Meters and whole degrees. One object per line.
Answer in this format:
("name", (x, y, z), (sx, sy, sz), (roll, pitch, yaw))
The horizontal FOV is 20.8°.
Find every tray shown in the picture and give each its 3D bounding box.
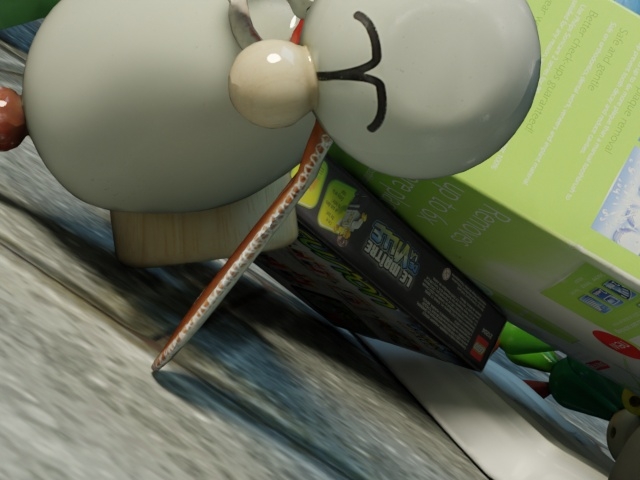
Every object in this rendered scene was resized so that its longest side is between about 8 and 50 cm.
("tray", (0.110, 0.104, 0.972), (0.145, 0.030, 0.270), (32, 5, -23))

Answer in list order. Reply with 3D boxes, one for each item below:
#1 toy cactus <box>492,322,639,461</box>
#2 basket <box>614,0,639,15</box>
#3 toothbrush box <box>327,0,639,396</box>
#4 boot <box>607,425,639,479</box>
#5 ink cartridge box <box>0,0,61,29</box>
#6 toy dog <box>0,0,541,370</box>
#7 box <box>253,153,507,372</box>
("toy cactus", (0.185, 0.098, 1.118), (0.180, 0.112, 0.219), (59, -30, -6))
("basket", (0.111, -0.085, 1.313), (0.201, 0.289, 0.255), (32, 6, -14))
("toothbrush box", (0.136, -0.024, 0.892), (0.283, 0.122, 0.206), (29, -12, -2))
("boot", (0.312, 0.191, 0.760), (0.348, 0.131, 0.260), (19, 3, -25))
("ink cartridge box", (-0.247, -0.333, 1.334), (0.278, 0.117, 0.201), (80, -7, -59))
("toy dog", (-0.062, -0.061, 0.643), (0.333, 0.161, 0.220), (130, -55, -67))
("box", (0.000, 0.000, 0.908), (0.114, 0.036, 0.207), (15, -17, 42))
